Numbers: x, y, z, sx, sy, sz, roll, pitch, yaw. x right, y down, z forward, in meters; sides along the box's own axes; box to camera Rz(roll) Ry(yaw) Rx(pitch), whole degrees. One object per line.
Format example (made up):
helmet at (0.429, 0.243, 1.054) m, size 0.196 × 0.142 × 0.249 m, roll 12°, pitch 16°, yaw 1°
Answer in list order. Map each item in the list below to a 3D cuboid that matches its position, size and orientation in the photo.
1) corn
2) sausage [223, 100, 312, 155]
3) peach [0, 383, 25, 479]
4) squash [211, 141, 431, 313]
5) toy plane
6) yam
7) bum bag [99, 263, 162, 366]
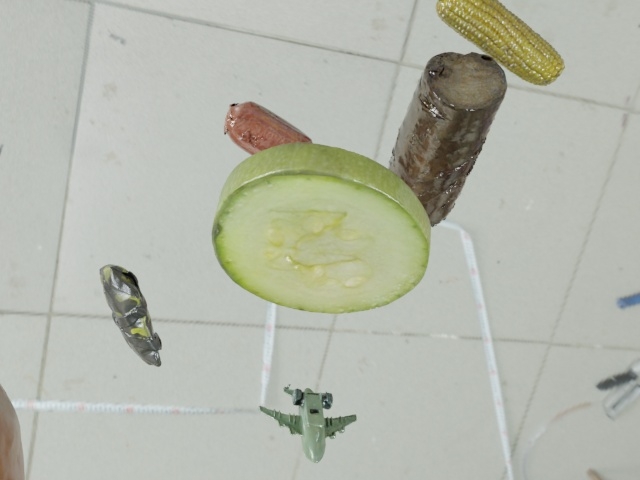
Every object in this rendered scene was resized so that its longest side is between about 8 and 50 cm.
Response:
corn at (0.280, -0.319, 1.275) m, size 0.231 × 0.080 × 0.080 m, roll 36°, pitch 97°, yaw -8°
sausage at (-0.074, -0.146, 1.164) m, size 0.141 × 0.076 × 0.076 m, roll 32°, pitch 99°, yaw -6°
peach at (-0.429, 0.240, 0.700) m, size 0.343 × 0.301 × 0.342 m, roll -4°, pitch 110°, yaw -10°
squash at (0.000, 0.000, 0.935) m, size 0.252 × 0.048 × 0.252 m, roll 5°, pitch 137°, yaw 5°
toy plane at (-0.007, 0.139, 0.638) m, size 0.080 × 0.083 × 0.033 m, roll 9°, pitch 115°, yaw -13°
yam at (0.167, -0.141, 1.166) m, size 0.131 × 0.131 × 0.279 m, roll -12°, pitch 150°, yaw -16°
bum bag at (-0.332, 0.135, 1.452) m, size 0.060 × 0.107 × 0.232 m, roll -39°, pitch 137°, yaw -28°
